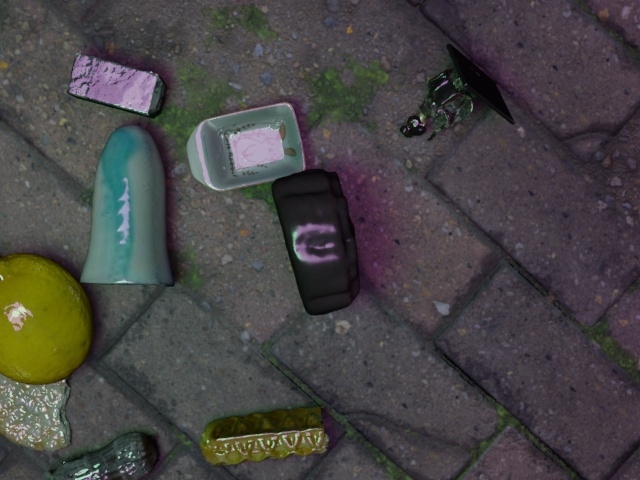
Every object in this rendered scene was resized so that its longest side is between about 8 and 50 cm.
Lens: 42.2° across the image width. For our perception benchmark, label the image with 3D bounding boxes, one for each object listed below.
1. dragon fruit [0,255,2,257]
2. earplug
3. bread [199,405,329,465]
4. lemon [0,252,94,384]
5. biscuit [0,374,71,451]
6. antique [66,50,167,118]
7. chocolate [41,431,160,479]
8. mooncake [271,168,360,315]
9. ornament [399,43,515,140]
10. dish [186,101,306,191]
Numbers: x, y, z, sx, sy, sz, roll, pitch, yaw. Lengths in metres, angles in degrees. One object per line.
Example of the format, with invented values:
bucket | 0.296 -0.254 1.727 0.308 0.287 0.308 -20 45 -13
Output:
dragon fruit | -0.692 0.062 1.685 0.096 0.147 0.102 29 68 34
earplug | -0.378 -0.071 1.664 0.185 0.185 0.324 2 85 -3
bread | -0.118 0.409 1.728 0.270 0.087 0.098 -7 94 -3
lemon | -0.564 0.153 1.622 0.236 0.236 0.263 0 102 -3
biscuit | -0.606 0.323 1.725 0.188 0.040 0.265 -34 95 0
antique | -0.406 -0.310 1.681 0.183 0.086 0.088 16 93 -4
chocolate | -0.450 0.474 1.707 0.248 0.110 0.110 -22 94 0
mooncake | 0.000 0.000 1.621 0.141 0.283 0.283 -14 93 -2
ornament | 0.259 -0.268 1.712 0.153 0.166 0.196 32 122 -32
dish | -0.155 -0.187 1.709 0.234 0.064 0.154 -12 93 -3
